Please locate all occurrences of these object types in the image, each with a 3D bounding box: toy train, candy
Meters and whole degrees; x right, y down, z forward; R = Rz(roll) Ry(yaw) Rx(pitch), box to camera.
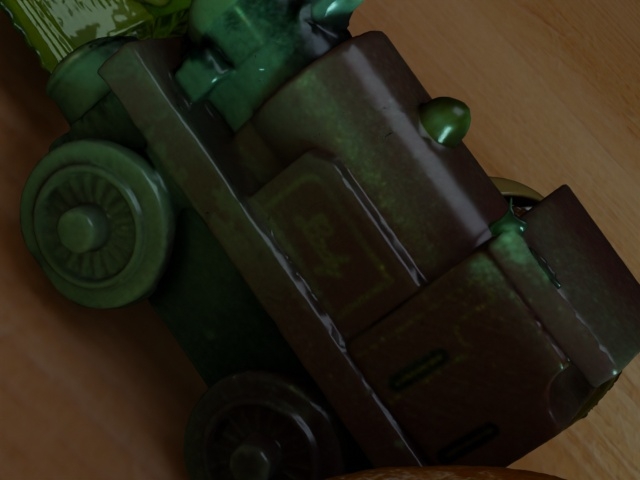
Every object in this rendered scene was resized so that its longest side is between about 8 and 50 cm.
[{"bbox_3d":[0.000,0.000,0.722,0.304,0.221,0.150,54,27,4],"label":"toy train"},{"bbox_3d":[-0.120,-0.145,0.888,0.149,0.069,0.246,51,26,5],"label":"candy"}]

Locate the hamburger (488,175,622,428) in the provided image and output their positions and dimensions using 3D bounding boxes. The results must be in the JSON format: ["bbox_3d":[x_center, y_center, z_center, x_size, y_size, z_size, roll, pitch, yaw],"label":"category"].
[{"bbox_3d":[0.089,0.038,0.883,0.175,0.175,0.137,20,33,-45],"label":"hamburger"}]

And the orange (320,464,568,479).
[{"bbox_3d":[0.040,0.179,0.571,0.224,0.224,0.170,-20,105,-62],"label":"orange"}]
